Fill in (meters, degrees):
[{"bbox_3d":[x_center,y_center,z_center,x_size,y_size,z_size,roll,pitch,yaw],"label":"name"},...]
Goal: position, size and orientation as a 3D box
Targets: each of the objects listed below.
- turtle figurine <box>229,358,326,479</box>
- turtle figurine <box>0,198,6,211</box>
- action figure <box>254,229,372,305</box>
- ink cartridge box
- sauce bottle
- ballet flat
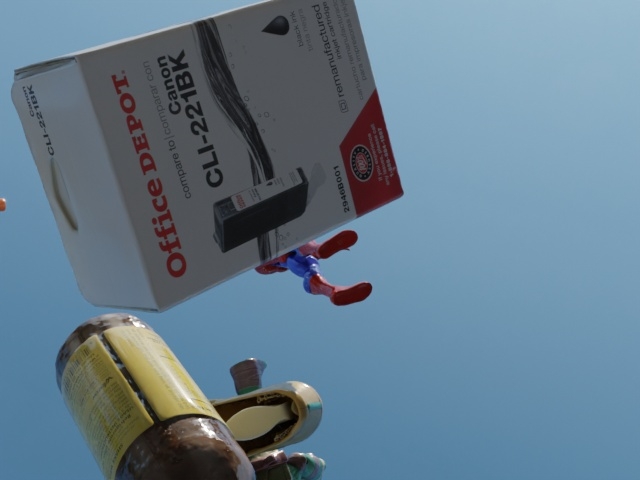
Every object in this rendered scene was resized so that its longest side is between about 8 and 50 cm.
[{"bbox_3d":[-0.071,0.251,1.069,0.175,0.118,0.234,-15,-112,-22],"label":"turtle figurine"},{"bbox_3d":[-0.329,-0.006,0.804,0.269,0.087,0.217,16,-144,-55],"label":"turtle figurine"},{"bbox_3d":[0.000,0.000,1.170,0.139,0.280,0.092,-21,-74,-24],"label":"action figure"},{"bbox_3d":[-0.082,-0.082,0.825,0.272,0.114,0.197,-26,-74,-36],"label":"ink cartridge box"},{"bbox_3d":[-0.124,0.182,0.832,0.111,0.112,0.344,-19,-148,-21],"label":"sauce bottle"},{"bbox_3d":[-0.112,0.190,0.994,0.232,0.073,0.080,-22,-99,6],"label":"ballet flat"}]
